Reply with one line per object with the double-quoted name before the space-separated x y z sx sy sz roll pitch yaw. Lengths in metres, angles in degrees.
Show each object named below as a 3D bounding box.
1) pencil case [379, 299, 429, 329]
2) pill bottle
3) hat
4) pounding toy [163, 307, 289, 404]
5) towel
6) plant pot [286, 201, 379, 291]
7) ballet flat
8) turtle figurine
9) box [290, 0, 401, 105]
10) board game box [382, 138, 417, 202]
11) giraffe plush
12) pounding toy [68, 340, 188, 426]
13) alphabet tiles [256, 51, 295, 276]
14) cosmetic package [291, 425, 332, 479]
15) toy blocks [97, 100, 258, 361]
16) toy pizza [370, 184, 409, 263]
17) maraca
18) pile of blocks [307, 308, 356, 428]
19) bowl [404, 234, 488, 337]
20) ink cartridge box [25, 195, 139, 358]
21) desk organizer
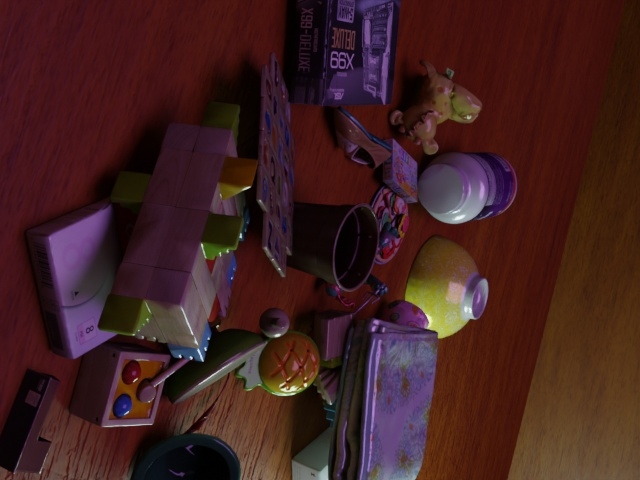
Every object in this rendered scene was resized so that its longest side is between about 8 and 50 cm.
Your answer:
"pencil case" 0.156 0.279 1.883 0.284 0.124 0.124 -57 143 -29
"pill bottle" 0.375 -0.139 2.027 0.323 0.182 0.181 -10 109 -56
"hat" -0.232 0.366 1.378 0.209 0.183 0.172 -15 112 -10
"pounding toy" -0.174 0.163 1.307 0.237 0.110 0.183 -34 173 -4
"towel" 0.148 0.362 1.696 0.321 0.090 0.374 15 82 -55
"plant pot" 0.000 0.000 1.488 0.167 0.165 0.166 -26 121 -53
"ballet flat" 0.079 -0.204 1.639 0.073 0.080 0.232 -49 146 9
"turtle figurine" 0.066 0.044 1.665 0.175 0.118 0.234 39 58 -11
"box" 0.055 -0.384 1.514 0.307 0.077 0.242 -17 114 -60
"board game box" 0.188 -0.161 1.840 0.154 0.026 0.103 31 56 -57
"giraffe plush" 0.258 -0.296 1.829 0.170 0.181 0.210 -54 158 1
"pounding toy" -0.276 0.209 1.177 0.141 0.100 0.130 19 84 -58
"alphabet tiles" -0.073 -0.124 1.325 0.285 0.011 0.342 66 24 -70
"cosmetic package" 0.031 0.501 1.788 0.231 0.086 0.117 -25 120 -51
"toy blocks" -0.194 0.021 1.176 0.261 0.191 0.381 87 13 -59
"toy pizza" 0.168 -0.040 1.870 0.201 0.032 0.201 -26 122 -52
"maraca" -0.080 0.237 1.512 0.186 0.099 0.127 7 86 -34
"pile of blocks" 0.018 0.305 1.675 0.149 0.113 0.362 -40 126 -45
"bowl" 0.361 0.141 2.125 0.289 0.156 0.289 -25 120 -52
"ink cartridge box" -0.299 0.035 1.129 0.232 0.066 0.189 -30 124 -46
"desk organizer" -0.389 0.246 1.063 0.050 0.047 0.130 37 69 -59
